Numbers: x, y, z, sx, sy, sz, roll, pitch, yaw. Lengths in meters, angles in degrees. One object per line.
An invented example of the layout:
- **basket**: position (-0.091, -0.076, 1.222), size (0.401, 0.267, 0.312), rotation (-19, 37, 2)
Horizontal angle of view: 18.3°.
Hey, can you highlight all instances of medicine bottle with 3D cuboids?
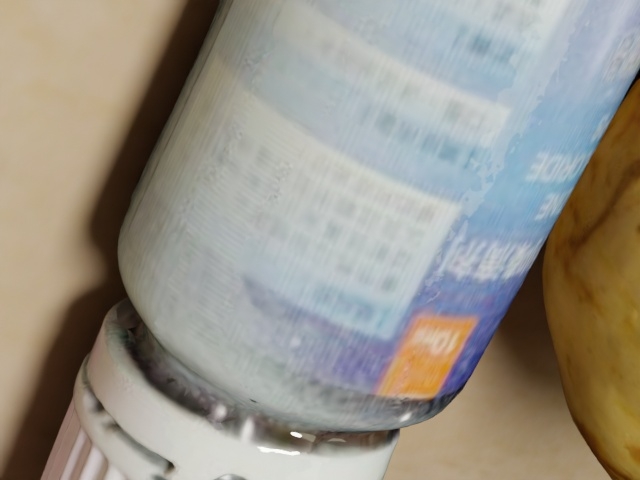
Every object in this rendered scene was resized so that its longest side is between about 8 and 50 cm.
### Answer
- **medicine bottle**: position (0.000, 0.000, 0.419), size (0.083, 0.083, 0.203), rotation (-5, 129, -55)

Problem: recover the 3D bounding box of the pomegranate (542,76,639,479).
- **pomegranate**: position (0.180, 0.018, 0.581), size (0.215, 0.215, 0.215), rotation (-37, 149, -27)
